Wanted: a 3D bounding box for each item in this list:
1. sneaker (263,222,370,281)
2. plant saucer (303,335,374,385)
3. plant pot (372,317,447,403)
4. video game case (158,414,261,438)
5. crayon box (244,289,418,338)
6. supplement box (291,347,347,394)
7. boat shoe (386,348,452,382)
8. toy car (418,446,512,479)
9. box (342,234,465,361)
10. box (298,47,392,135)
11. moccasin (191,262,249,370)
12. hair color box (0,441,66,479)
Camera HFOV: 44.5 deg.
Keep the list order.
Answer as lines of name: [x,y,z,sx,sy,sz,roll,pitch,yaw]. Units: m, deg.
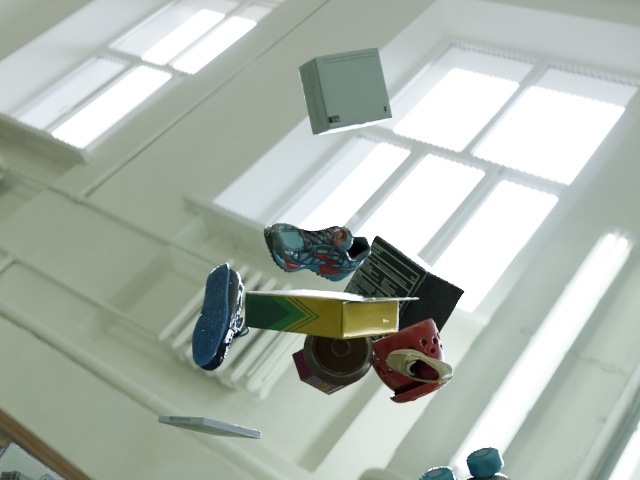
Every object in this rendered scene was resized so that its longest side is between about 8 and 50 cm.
sneaker: [0.000,0.000,1.543,0.125,0.262,0.104,-33,-119,30]
plant saucer: [0.045,0.252,1.826,0.168,0.168,0.029,37,-23,10]
plant pot: [0.231,0.309,1.993,0.174,0.191,0.191,65,-29,7]
video game case: [-0.285,0.480,2.020,0.183,0.023,0.201,-9,-27,42]
crayon box: [0.021,0.156,1.681,0.323,0.203,0.083,0,-92,39]
supplement box: [0.016,0.331,2.051,0.188,0.104,0.080,44,20,-57]
boat shoe: [0.219,0.291,1.810,0.170,0.059,0.063,7,-86,36]
toy car: [0.296,0.553,1.656,0.238,0.210,0.219,169,-99,-79]
box: [0.224,0.187,2.330,0.183,0.294,0.296,24,9,-34]
box: [0.061,-0.370,1.953,0.119,0.181,0.181,-1,-78,67]
moccasin: [-0.250,0.210,2.107,0.138,0.342,0.117,-21,-50,29]
hair color box: [-0.514,0.504,1.187,0.185,0.339,0.110,42,-34,-13]
